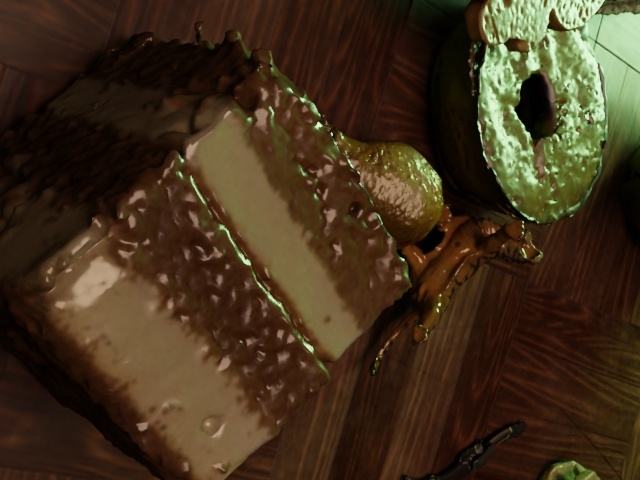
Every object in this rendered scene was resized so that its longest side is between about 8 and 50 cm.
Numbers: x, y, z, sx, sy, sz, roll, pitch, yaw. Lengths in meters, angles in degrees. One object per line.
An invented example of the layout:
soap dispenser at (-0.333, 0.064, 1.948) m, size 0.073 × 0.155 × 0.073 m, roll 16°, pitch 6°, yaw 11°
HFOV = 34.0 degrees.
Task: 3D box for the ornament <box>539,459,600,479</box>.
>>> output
ornament at (0.354, 0.413, 1.457) m, size 0.201 × 0.059 × 0.180 m, roll 39°, pitch 75°, yaw -39°

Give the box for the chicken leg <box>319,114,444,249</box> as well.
chicken leg at (0.032, -0.076, 1.090) m, size 0.251 × 0.087 × 0.107 m, roll 31°, pitch 66°, yaw -32°

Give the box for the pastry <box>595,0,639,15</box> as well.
pastry at (0.380, -0.339, 1.318) m, size 0.265 × 0.112 × 0.103 m, roll -11°, pitch 96°, yaw -39°

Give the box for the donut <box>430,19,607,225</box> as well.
donut at (0.229, -0.156, 1.232) m, size 0.272 × 0.107 × 0.272 m, roll -3°, pitch 95°, yaw -43°

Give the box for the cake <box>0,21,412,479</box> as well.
cake at (-0.125, 0.011, 0.864) m, size 0.290 × 0.255 × 0.282 m, roll -47°, pitch 125°, yaw -19°

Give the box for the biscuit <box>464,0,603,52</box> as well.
biscuit at (0.241, -0.308, 1.132) m, size 0.288 × 0.044 × 0.202 m, roll -39°, pitch 128°, yaw -29°

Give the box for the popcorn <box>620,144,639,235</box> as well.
popcorn at (0.598, -0.058, 1.406) m, size 0.321 × 0.325 × 0.290 m, roll 26°, pitch 77°, yaw -31°

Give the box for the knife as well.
knife at (0.188, 0.279, 1.316) m, size 0.222 × 0.021 × 0.046 m, roll -16°, pitch 104°, yaw -37°

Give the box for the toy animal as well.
toy animal at (0.131, 0.052, 1.197) m, size 0.255 × 0.114 × 0.116 m, roll -44°, pitch 153°, yaw -10°
